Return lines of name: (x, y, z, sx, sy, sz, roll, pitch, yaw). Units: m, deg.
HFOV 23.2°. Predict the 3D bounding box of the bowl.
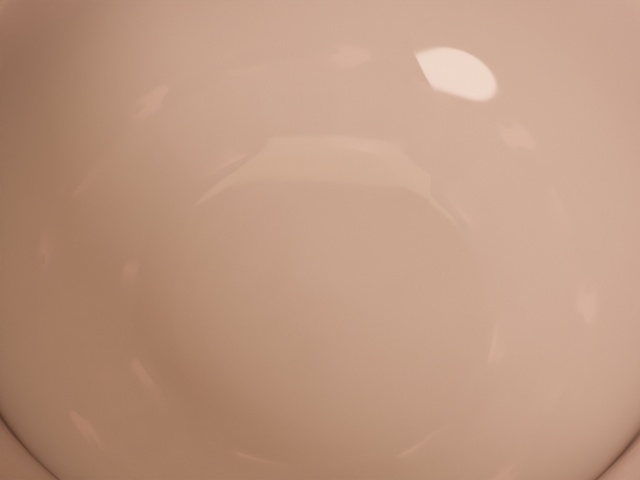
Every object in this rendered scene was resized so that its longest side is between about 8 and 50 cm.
bowl: (0.000, 0.000, 0.538, 0.298, 0.134, 0.297, 1, 63, -3)
